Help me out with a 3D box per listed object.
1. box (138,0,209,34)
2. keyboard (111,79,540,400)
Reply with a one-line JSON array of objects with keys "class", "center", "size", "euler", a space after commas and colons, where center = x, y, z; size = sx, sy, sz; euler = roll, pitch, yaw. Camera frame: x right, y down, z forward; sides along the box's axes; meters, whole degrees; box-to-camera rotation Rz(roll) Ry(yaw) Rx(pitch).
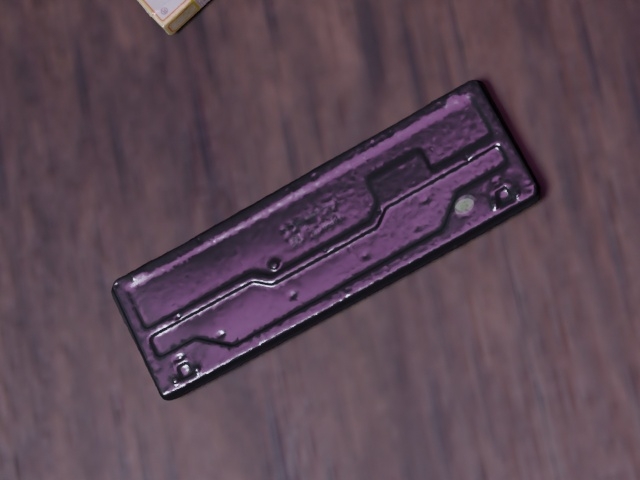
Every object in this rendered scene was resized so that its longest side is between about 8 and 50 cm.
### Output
[{"class": "box", "center": [-0.066, -0.121, 0.743], "size": [0.046, 0.012, 0.083], "euler": [-42, 72, 1]}, {"class": "keyboard", "center": [0.000, 0.000, 0.701], "size": [0.155, 0.010, 0.053], "euler": [-28, 72, 7]}]
